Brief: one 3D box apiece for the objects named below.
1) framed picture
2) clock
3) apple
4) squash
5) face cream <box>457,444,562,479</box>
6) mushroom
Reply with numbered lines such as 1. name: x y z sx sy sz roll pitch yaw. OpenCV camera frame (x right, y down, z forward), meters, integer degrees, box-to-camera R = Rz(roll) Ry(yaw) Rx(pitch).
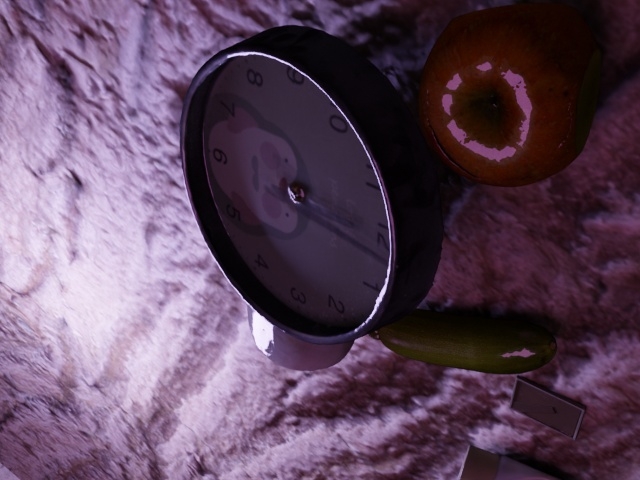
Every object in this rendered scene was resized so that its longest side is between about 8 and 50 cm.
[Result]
1. framed picture: 0.273 0.202 1.147 0.089 0.006 0.066 24 140 23
2. clock: -0.020 -0.047 0.933 0.319 0.066 0.318 26 129 37
3. apple: 0.160 -0.130 0.808 0.146 0.147 0.163 13 122 28
4. squash: 0.161 0.117 1.112 0.258 0.069 0.069 4 129 41
5. face cream: 0.290 0.339 1.238 0.224 0.070 0.114 18 139 10
6. mushroom: 0.000 -0.001 1.094 0.177 0.126 0.397 54 147 23
